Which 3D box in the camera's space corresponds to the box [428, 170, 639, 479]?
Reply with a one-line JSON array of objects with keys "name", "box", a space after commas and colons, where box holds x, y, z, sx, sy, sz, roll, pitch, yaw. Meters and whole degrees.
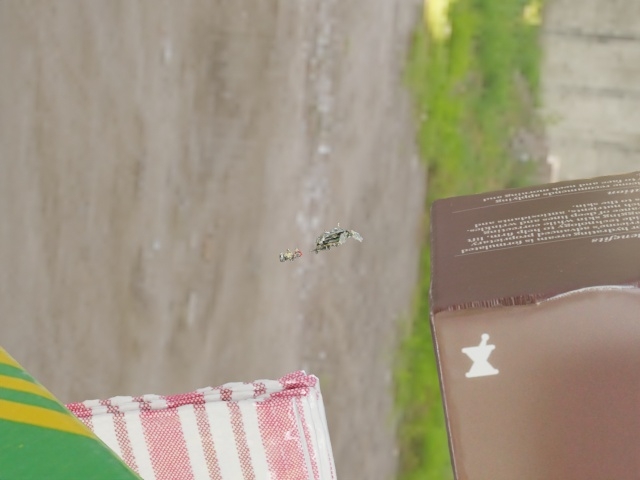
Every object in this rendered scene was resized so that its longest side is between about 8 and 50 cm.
[{"name": "box", "box": [0.154, 0.070, 0.957, 0.203, 0.168, 0.167, -77, 159, -71]}]

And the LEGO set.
[{"name": "LEGO set", "box": [-0.002, 0.000, 1.646, 0.054, 0.083, 0.023, 105, -29, -86]}]

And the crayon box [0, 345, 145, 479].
[{"name": "crayon box", "box": [-0.086, 0.120, 0.412, 0.081, 0.318, 0.202, -27, 124, -24]}]

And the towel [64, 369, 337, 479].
[{"name": "towel", "box": [-0.086, 0.132, 0.795, 0.029, 0.197, 0.144, -83, 165, -59]}]
